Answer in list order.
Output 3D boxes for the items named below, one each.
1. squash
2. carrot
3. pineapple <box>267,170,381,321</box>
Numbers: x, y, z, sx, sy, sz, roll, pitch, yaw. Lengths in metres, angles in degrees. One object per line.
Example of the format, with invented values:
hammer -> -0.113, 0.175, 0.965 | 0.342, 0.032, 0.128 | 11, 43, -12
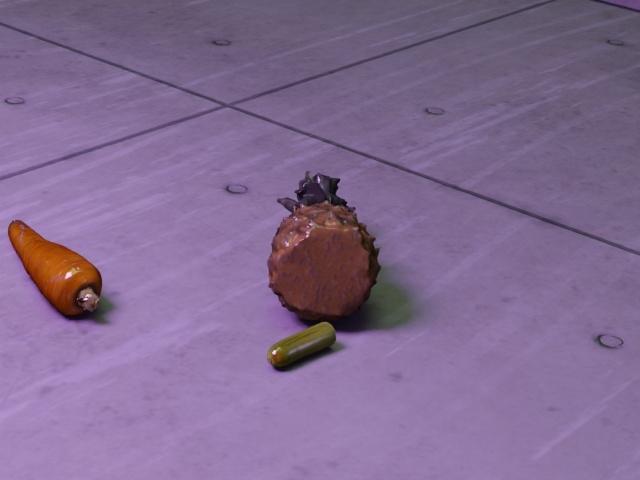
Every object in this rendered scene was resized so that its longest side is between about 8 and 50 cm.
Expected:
squash -> -0.022, 0.108, 1.425 | 0.083, 0.027, 0.027 | -19, 34, -39
carrot -> -0.306, 0.018, 1.545 | 0.061, 0.061, 0.257 | -12, 27, -29
pineapple -> 0.001, -0.001, 1.568 | 0.128, 0.128, 0.248 | 2, 19, -3
